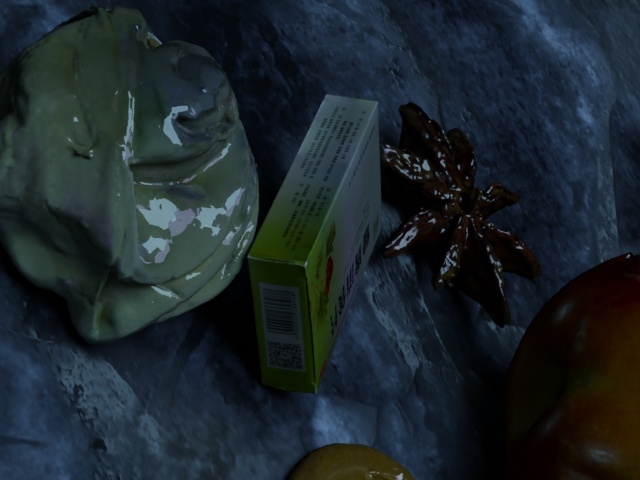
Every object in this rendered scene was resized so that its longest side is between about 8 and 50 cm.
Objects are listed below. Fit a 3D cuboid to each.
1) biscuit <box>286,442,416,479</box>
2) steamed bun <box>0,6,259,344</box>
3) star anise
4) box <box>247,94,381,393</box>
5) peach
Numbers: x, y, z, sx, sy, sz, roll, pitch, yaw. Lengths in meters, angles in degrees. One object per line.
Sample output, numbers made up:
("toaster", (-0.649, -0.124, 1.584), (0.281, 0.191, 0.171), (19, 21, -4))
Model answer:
("biscuit", (0.029, 0.266, 1.519), (0.224, 0.033, 0.144), (-29, 87, -51))
("steamed bun", (-0.160, -0.078, 1.422), (0.280, 0.207, 0.268), (51, 39, -10))
("star anise", (0.151, -0.030, 1.801), (0.288, 0.088, 0.288), (23, 52, -33))
("box", (0.000, 0.000, 1.563), (0.260, 0.062, 0.175), (-68, 161, -45))
("peach", (0.358, 0.223, 1.665), (0.406, 0.310, 0.335), (42, 3, -22))
